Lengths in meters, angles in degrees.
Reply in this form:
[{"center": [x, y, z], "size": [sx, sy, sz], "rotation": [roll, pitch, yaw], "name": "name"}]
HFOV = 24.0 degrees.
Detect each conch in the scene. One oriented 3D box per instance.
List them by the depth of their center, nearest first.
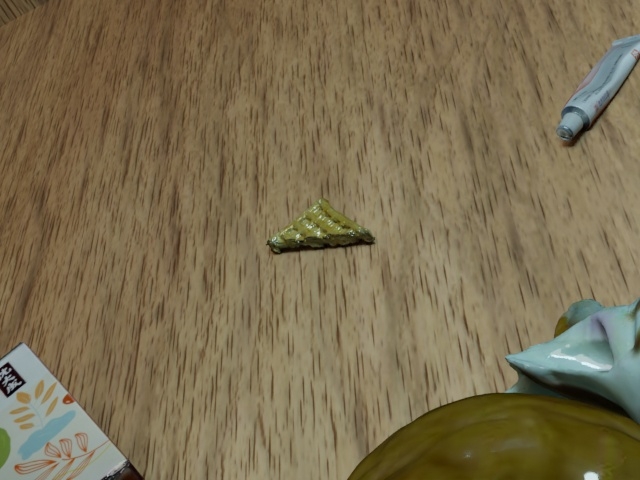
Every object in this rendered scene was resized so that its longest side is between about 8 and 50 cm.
[{"center": [0.314, 0.149, 1.172], "size": [0.368, 0.197, 0.249], "rotation": [21, 85, 61], "name": "conch"}]

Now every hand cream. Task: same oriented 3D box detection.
[{"center": [0.339, -0.191, 1.837], "size": [0.052, 0.038, 0.216], "rotation": [19, 48, 26], "name": "hand cream"}]

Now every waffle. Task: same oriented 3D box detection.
[{"center": [0.000, 0.000, 1.886], "size": [0.097, 0.023, 0.153], "rotation": [-40, 30, -9], "name": "waffle"}]

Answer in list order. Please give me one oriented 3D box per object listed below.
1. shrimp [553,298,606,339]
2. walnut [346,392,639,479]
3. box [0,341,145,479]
[{"center": [0.300, 0.095, 1.422], "size": [0.166, 0.049, 0.161], "rotation": [-21, 34, 19], "name": "shrimp"}, {"center": [0.163, 0.276, 0.962], "size": [0.354, 0.398, 0.308], "rotation": [-83, 18, -52], "name": "walnut"}, {"center": [-0.377, 0.321, 1.665], "size": [0.344, 0.122, 0.385], "rotation": [-40, 29, -11], "name": "box"}]
